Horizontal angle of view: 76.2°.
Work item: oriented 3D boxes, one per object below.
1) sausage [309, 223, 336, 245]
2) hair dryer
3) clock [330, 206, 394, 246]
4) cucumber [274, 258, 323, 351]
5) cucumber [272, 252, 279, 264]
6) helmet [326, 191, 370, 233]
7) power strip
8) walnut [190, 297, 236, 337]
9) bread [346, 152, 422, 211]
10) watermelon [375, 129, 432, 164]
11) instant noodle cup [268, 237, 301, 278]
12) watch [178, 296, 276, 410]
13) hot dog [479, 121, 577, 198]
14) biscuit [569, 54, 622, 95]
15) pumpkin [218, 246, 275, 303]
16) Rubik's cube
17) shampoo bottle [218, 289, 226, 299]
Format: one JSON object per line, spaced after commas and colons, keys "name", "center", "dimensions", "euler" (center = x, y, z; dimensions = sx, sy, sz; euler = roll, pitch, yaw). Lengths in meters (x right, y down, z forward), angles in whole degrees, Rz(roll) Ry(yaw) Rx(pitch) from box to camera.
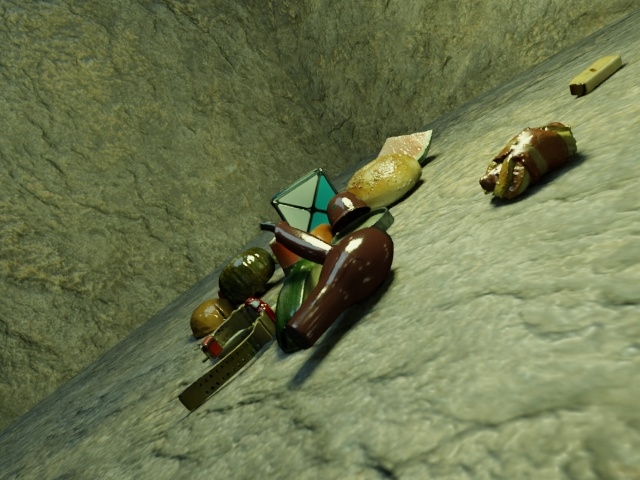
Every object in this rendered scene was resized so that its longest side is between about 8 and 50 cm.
{"name": "sausage", "center": [0.000, 0.000, 1.392], "dimensions": [0.098, 0.098, 0.238], "euler": [-31, 9, 15]}
{"name": "hair dryer", "center": [-0.043, 0.045, 0.862], "dimensions": [0.340, 0.123, 0.312], "euler": [23, 47, 32]}
{"name": "clock", "center": [0.127, -0.031, 1.274], "dimensions": [0.214, 0.042, 0.215], "euler": [-33, 11, 7]}
{"name": "cucumber", "center": [-0.049, 0.131, 0.941], "dimensions": [0.145, 0.105, 0.325], "euler": [-30, 14, 19]}
{"name": "cucumber", "center": [-0.137, 0.023, 1.747], "dimensions": [0.081, 0.072, 0.303], "euler": [-31, 10, 16]}
{"name": "helmet", "center": [0.086, -0.106, 1.391], "dimensions": [0.155, 0.106, 0.175], "euler": [-38, -23, 23]}
{"name": "power strip", "center": [-0.199, 0.237, 1.081], "dimensions": [0.268, 0.034, 0.092], "euler": [-37, 11, -14]}
{"name": "walnut", "center": [-0.396, 0.260, 1.435], "dimensions": [0.211, 0.087, 0.167], "euler": [-24, 19, 45]}
{"name": "bread", "center": [0.223, -0.218, 1.506], "dimensions": [0.305, 0.159, 0.305], "euler": [-33, 9, 6]}
{"name": "watermelon", "center": [0.364, -0.368, 1.761], "dimensions": [0.260, 0.176, 0.256], "euler": [6, 44, 39]}
{"name": "instant noodle cup", "center": [-0.102, 0.041, 1.386], "dimensions": [0.127, 0.136, 0.127], "euler": [-32, 12, 7]}
{"name": "watch", "center": [-0.215, 0.248, 0.942], "dimensions": [0.268, 0.102, 0.164], "euler": [-40, 21, -16]}
{"name": "hot dog", "center": [0.423, -0.173, 0.854], "dimensions": [0.213, 0.103, 0.146], "euler": [-36, 11, -6]}
{"name": "biscuit", "center": [0.827, -0.497, 1.226], "dimensions": [0.188, 0.052, 0.056], "euler": [-38, 24, -15]}
{"name": "pumpkin", "center": [-0.252, 0.123, 1.423], "dimensions": [0.223, 0.157, 0.223], "euler": [-45, 1, 1]}
{"name": "Rubik's cube", "center": [-0.040, -0.133, 1.681], "dimensions": [0.246, 0.248, 0.250], "euler": [-34, 10, 2]}
{"name": "shampoo bottle", "center": [-0.282, 0.155, 1.580], "dimensions": [0.244, 0.085, 0.085], "euler": [-39, 12, -38]}
